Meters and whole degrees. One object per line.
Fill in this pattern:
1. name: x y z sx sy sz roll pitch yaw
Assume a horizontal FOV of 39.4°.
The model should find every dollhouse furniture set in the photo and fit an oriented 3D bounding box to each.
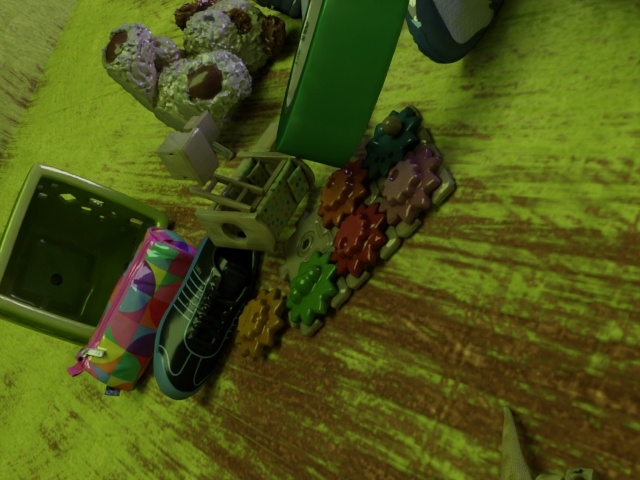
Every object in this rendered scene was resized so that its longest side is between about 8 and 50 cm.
1. dollhouse furniture set: -0.075 -0.108 1.048 0.101 0.161 0.182 5 50 34

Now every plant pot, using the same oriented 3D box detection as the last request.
1. plant pot: -0.398 0.041 1.396 0.207 0.227 0.228 -22 49 57

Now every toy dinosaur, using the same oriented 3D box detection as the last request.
1. toy dinosaur: 0.142 0.181 0.613 0.092 0.053 0.183 -33 41 42

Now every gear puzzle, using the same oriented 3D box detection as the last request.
1. gear puzzle: 0.000 0.000 0.982 0.339 0.044 0.175 -47 33 24

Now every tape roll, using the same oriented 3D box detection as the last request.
1. tape roll: 0.029 -0.240 0.946 0.321 0.077 0.321 -166 90 -83

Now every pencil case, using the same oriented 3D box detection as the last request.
1. pencil case: -0.249 0.097 1.236 0.236 0.104 0.104 -60 30 3

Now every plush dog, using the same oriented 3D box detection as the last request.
1. plush dog: -0.158 -0.267 1.351 0.262 0.211 0.225 24 71 32

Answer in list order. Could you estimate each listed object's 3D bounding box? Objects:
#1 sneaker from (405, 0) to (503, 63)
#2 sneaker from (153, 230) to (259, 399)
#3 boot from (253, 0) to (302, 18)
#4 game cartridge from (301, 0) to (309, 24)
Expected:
1. sneaker: 0.183 -0.318 0.891 0.131 0.111 0.297 17 84 55
2. sneaker: -0.135 0.079 1.090 0.090 0.081 0.232 -25 45 56
3. boot: -0.053 -0.366 1.345 0.069 0.086 0.190 -60 1 19
4. game cartridge: 0.051 -0.390 1.211 0.196 0.060 0.294 -37 39 31
